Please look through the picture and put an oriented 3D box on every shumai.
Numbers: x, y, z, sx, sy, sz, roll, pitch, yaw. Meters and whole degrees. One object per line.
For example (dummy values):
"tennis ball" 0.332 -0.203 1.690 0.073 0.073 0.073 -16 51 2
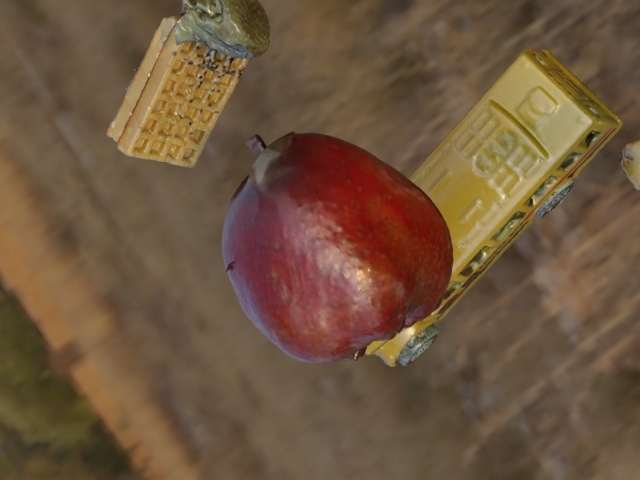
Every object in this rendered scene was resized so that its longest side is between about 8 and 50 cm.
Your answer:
"shumai" -0.096 -0.194 1.722 0.082 0.080 0.083 55 -155 -25

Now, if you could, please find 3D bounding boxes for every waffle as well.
"waffle" -0.140 -0.148 1.878 0.102 0.148 0.042 11 -154 -44

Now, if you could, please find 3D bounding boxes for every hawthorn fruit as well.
"hawthorn fruit" 0.000 0.000 1.533 0.202 0.185 0.185 54 168 -1

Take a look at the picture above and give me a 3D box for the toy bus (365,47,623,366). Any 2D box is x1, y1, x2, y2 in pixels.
"toy bus" 0.133 -0.026 1.803 0.121 0.335 0.123 45 -165 13

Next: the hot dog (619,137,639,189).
"hot dog" 0.333 -0.094 1.490 0.068 0.289 0.083 53 133 9
